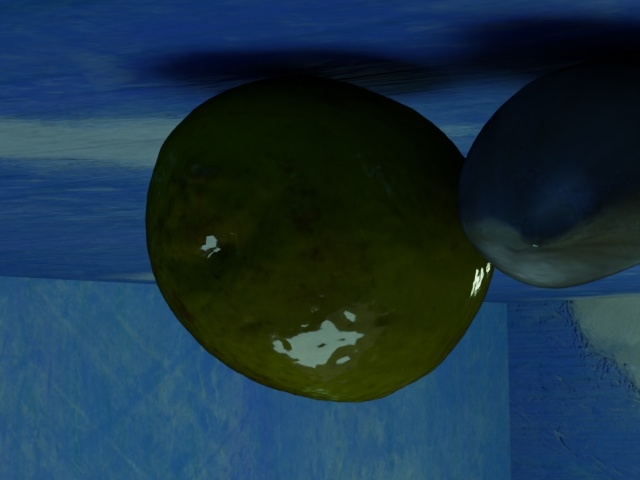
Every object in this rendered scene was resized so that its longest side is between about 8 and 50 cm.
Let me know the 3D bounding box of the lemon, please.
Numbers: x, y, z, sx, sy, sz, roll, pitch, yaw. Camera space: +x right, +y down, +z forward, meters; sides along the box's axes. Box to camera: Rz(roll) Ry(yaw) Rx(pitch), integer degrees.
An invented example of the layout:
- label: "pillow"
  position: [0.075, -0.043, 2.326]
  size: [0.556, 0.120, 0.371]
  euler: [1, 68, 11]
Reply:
- label: "lemon"
  position: [0.000, 0.000, 1.018]
  size: [0.170, 0.170, 0.207]
  euler: [-3, 174, 27]

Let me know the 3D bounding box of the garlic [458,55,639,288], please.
- label: "garlic"
  position: [0.153, -0.033, 1.001]
  size: [0.143, 0.112, 0.318]
  euler: [-28, 166, 14]
